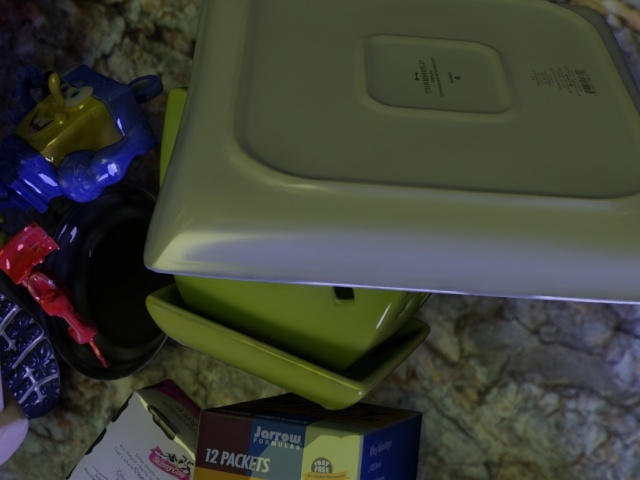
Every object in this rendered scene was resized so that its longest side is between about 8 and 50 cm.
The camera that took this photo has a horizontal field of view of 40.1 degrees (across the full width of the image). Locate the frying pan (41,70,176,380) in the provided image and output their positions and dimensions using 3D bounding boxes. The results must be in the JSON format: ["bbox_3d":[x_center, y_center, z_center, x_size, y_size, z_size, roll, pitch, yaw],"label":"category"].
[{"bbox_3d":[-0.242,-0.002,0.906,0.197,0.053,0.326,-51,60,18],"label":"frying pan"}]

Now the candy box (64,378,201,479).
[{"bbox_3d":[-0.181,0.279,0.883,0.159,0.071,0.233,43,106,14],"label":"candy box"}]

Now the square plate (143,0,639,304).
[{"bbox_3d":[0.075,-0.097,0.603,0.344,0.347,0.049,3,131,-2],"label":"square plate"}]

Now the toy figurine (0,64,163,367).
[{"bbox_3d":[-0.234,-0.075,0.821,0.217,0.191,0.362,-43,37,-13],"label":"toy figurine"}]

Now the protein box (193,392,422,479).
[{"bbox_3d":[-0.008,0.243,0.740,0.136,0.200,0.201,4,86,20],"label":"protein box"}]

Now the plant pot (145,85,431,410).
[{"bbox_3d":[0.000,0.000,0.733,0.228,0.227,0.207,20,105,18],"label":"plant pot"}]

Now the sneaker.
[{"bbox_3d":[-0.358,0.059,0.928,0.110,0.122,0.283,-28,105,4],"label":"sneaker"}]

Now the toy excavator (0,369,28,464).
[{"bbox_3d":[-0.371,0.029,0.652,0.222,0.445,0.433,43,112,36],"label":"toy excavator"}]
